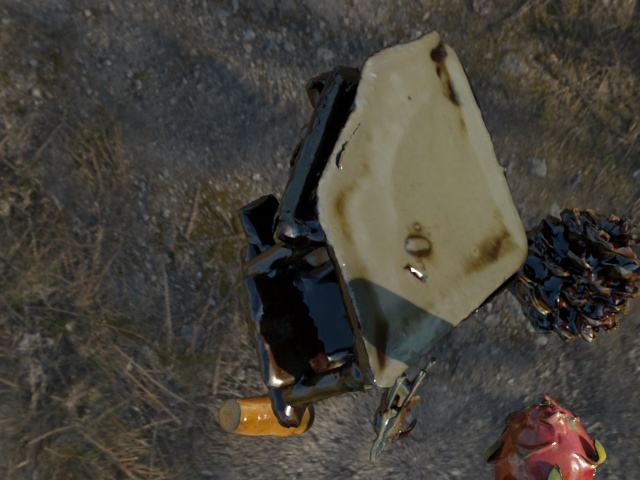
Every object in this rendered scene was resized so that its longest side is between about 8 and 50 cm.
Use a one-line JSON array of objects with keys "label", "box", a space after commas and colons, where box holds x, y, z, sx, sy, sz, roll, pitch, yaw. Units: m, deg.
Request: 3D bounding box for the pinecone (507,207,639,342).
[{"label": "pinecone", "box": [0.462, 0.052, 1.427, 0.243, 0.257, 0.243, 3, 32, -2]}]

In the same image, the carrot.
[{"label": "carrot", "box": [-0.099, 0.324, 1.456, 0.087, 0.193, 0.087, -14, 72, 50]}]

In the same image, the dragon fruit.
[{"label": "dragon fruit", "box": [0.441, 0.430, 1.554, 0.224, 0.224, 0.227, 26, 94, 13]}]

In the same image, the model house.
[{"label": "model house", "box": [0.000, 0.000, 0.752, 0.297, 0.282, 0.317, -9, 75, -40]}]

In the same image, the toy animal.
[{"label": "toy animal", "box": [0.141, 0.309, 1.492, 0.087, 0.243, 0.260, 31, 120, 19]}]
